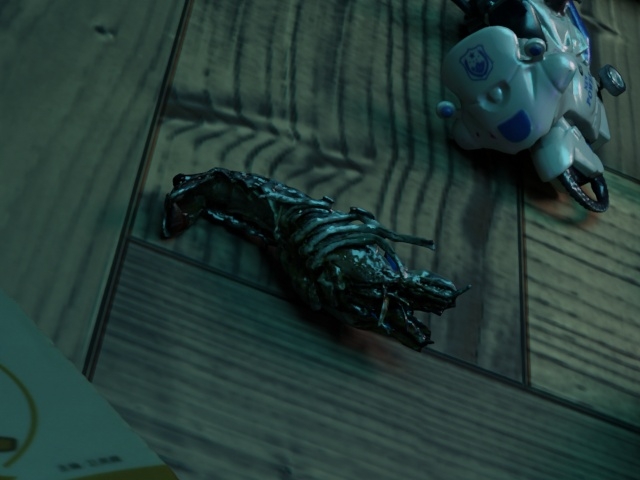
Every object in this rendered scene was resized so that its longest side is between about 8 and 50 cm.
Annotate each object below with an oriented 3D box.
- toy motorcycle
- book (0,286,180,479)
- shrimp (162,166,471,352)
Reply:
[{"bbox_3d":[0.145,-0.125,1.040,0.150,0.102,0.221,34,37,-31],"label":"toy motorcycle"},{"bbox_3d":[-0.170,0.087,0.568,0.208,0.020,0.295,-6,26,-34],"label":"book"},{"bbox_3d":[0.001,-0.003,0.825,0.174,0.082,0.076,27,43,7],"label":"shrimp"}]
